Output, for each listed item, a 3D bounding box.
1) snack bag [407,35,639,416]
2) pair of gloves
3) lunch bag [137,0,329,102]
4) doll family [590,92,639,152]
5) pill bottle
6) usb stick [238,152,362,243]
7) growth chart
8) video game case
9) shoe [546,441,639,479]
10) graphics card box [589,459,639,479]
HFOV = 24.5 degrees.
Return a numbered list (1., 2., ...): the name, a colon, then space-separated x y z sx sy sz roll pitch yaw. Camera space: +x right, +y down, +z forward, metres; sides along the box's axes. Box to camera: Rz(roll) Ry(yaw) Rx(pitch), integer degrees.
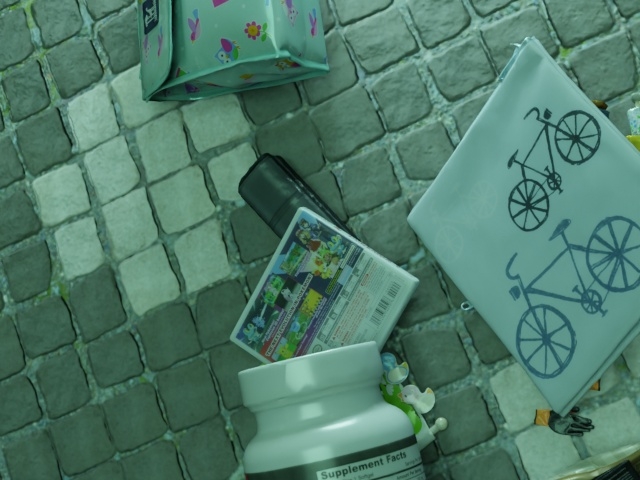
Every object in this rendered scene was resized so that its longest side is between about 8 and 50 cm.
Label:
1. snack bag: 0.267 -0.015 1.743 0.342 0.037 0.323 52 130 27
2. pair of gloves: 0.301 0.195 1.792 0.074 0.010 0.083 8 86 20
3. lunch bag: -0.139 -0.307 1.942 0.262 0.160 0.223 -8 82 29
4. doll family: 0.347 -0.088 1.760 0.263 0.118 0.163 -4 81 18
5. pill bottle: 0.025 0.313 1.741 0.210 0.210 0.362 -15 85 16
6. usb stick: 0.000 0.000 1.905 0.077 0.045 0.278 -46 71 9
7. growth chart: 0.034 0.202 1.877 0.237 0.021 0.172 44 96 19
8. video game case: 0.003 0.089 1.862 0.183 0.023 0.201 33 104 19
9. shoe: 0.336 0.294 1.747 0.219 0.058 0.076 -27 94 17
10. graphics card box: 0.348 0.449 1.585 0.371 0.233 0.094 56 142 10
